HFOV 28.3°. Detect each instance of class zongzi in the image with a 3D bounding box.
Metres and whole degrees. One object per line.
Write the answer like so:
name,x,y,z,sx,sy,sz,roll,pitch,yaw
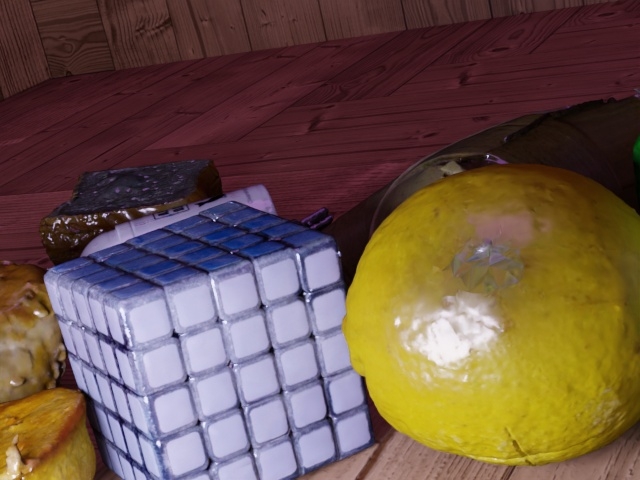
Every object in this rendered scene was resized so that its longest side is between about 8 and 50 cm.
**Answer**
zongzi,0.220,-0.048,1.601,0.500,0.218,0.467,-24,11,-33

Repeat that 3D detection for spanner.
spanner,0.000,0.000,1.693,0.093,0.026,0.325,-35,-12,9

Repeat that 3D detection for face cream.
face cream,-0.236,0.038,1.750,0.370,0.145,0.145,-16,18,-11

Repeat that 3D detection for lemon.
lemon,0.173,0.067,1.162,0.297,0.297,0.297,-12,18,4

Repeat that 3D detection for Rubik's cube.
Rubik's cube,-0.115,0.114,1.287,0.237,0.238,0.237,-19,17,-24

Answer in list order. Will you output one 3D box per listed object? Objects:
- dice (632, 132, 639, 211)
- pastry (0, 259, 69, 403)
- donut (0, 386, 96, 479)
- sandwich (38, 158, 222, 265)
dice,0.454,0.004,1.110,0.287,0.297,0.300,-17,23,6
pastry,-0.435,0.155,1.511,0.311,0.162,0.255,-32,34,-21
donut,-0.339,0.233,1.263,0.253,0.118,0.253,-18,22,7
sandwich,-0.311,-0.055,2.160,0.271,0.099,0.301,-11,17,6
